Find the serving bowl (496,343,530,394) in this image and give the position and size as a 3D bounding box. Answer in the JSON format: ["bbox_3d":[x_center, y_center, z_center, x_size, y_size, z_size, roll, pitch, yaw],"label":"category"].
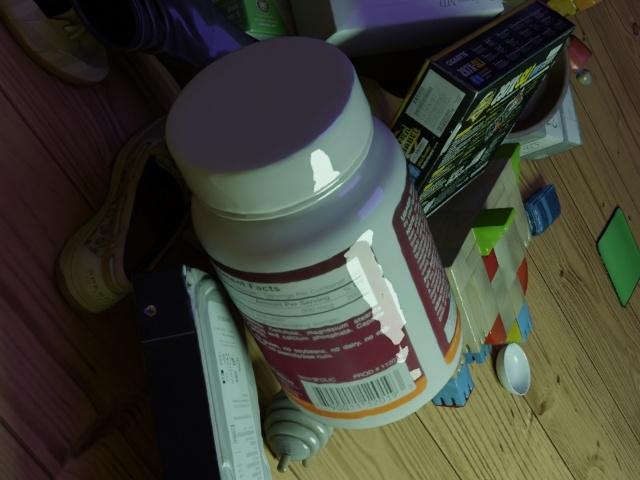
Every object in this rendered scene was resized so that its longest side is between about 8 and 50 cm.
[{"bbox_3d":[0.302,0.206,1.849,0.083,0.027,0.083,25,58,-48],"label":"serving bowl"}]

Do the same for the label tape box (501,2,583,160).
[{"bbox_3d":[0.315,-0.276,1.990,0.333,0.106,0.241,2,74,-54],"label":"label tape box"}]

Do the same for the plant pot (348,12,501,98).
[{"bbox_3d":[0.079,-0.320,1.597,0.229,0.263,0.263,-6,81,-36],"label":"plant pot"}]

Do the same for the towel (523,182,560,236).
[{"bbox_3d":[0.397,-0.054,2.080,0.119,0.029,0.067,-35,106,-54],"label":"towel"}]

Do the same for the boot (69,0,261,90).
[{"bbox_3d":[-0.157,-0.204,1.223,0.338,0.118,0.223,48,17,6],"label":"boot"}]

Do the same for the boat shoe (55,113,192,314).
[{"bbox_3d":[-0.175,-0.036,1.236,0.104,0.089,0.285,50,42,-29],"label":"boat shoe"}]

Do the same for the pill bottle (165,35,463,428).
[{"bbox_3d":[0.000,0.000,1.201,0.392,0.224,0.224,66,32,-43],"label":"pill bottle"}]

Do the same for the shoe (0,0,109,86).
[{"bbox_3d":[-0.288,-0.243,1.191,0.219,0.058,0.076,47,44,-33],"label":"shoe"}]

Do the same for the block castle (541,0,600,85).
[{"bbox_3d":[0.610,-0.525,2.326,0.213,0.303,0.453,50,41,-20],"label":"block castle"}]

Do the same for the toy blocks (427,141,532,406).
[{"bbox_3d":[0.225,0.066,1.702,0.381,0.190,0.261,-55,133,-47],"label":"toy blocks"}]

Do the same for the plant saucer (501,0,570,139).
[{"bbox_3d":[0.272,-0.292,1.882,0.278,0.041,0.278,4,76,-15],"label":"plant saucer"}]

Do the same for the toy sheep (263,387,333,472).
[{"bbox_3d":[-0.025,0.214,1.351,0.091,0.091,0.132,47,39,-33],"label":"toy sheep"}]

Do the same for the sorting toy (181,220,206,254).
[{"bbox_3d":[-0.039,-0.068,1.437,0.255,0.089,0.257,38,49,-40],"label":"sorting toy"}]

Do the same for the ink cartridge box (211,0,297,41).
[{"bbox_3d":[-0.097,-0.349,1.465,0.160,0.092,0.219,-9,84,-55],"label":"ink cartridge box"}]

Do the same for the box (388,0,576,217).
[{"bbox_3d":[0.175,-0.150,1.460,0.079,0.257,0.322,37,38,13],"label":"box"}]

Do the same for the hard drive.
[{"bbox_3d":[-0.106,0.202,1.174,0.237,0.064,0.339,44,36,-79],"label":"hard drive"}]

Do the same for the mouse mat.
[{"bbox_3d":[0.610,0.032,2.358,0.189,0.007,0.152,-44,113,-50],"label":"mouse mat"}]

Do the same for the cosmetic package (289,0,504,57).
[{"bbox_3d":[0.075,-0.352,1.417,0.224,0.138,0.225,-12,87,-19],"label":"cosmetic package"}]
